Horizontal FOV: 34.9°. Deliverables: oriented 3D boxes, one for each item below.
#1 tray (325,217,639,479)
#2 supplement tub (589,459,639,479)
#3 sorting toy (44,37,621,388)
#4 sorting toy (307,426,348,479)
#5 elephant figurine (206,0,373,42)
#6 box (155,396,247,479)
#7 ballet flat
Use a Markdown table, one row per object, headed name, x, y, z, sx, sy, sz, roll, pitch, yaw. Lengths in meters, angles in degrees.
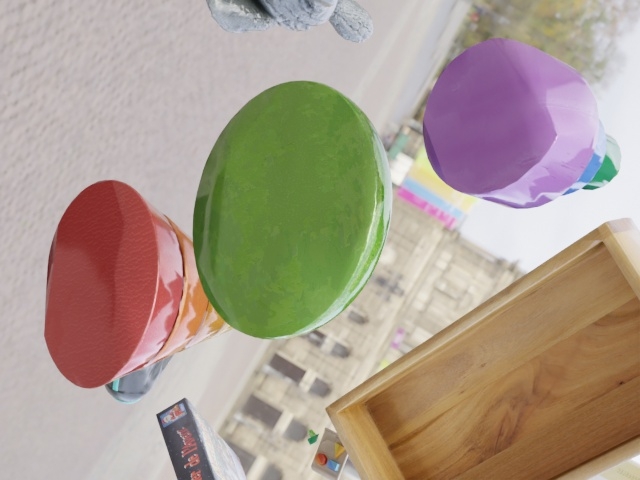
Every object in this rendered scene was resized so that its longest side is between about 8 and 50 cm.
| name | x | y | z | sx | sy | sz | roll | pitch | yaw |
| --- | --- | --- | --- | --- | --- | --- | --- | --- | --- |
| tray | 0.203 | 0.171 | 1.074 | 0.411 | 0.203 | 0.076 | -39 | 162 | 35 |
| supplement tub | 0.398 | 0.414 | 1.421 | 0.228 | 0.316 | 0.228 | -51 | 157 | -32 |
| sorting toy | 0.000 | 0.000 | 0.548 | 0.365 | 0.126 | 0.127 | -21 | -113 | 39 |
| sorting toy | 0.005 | 0.284 | 1.369 | 0.083 | 0.012 | 0.062 | 15 | -94 | 49 |
| elephant figurine | -0.037 | -0.276 | 1.005 | 0.186 | 0.239 | 0.169 | -32 | -163 | -17 |
| box | -0.113 | 0.317 | 1.203 | 0.044 | 0.233 | 0.159 | -30 | 134 | -1 |
| ballet flat | -0.240 | 0.123 | 1.541 | 0.280 | 0.095 | 0.096 | -68 | 167 | -47 |
